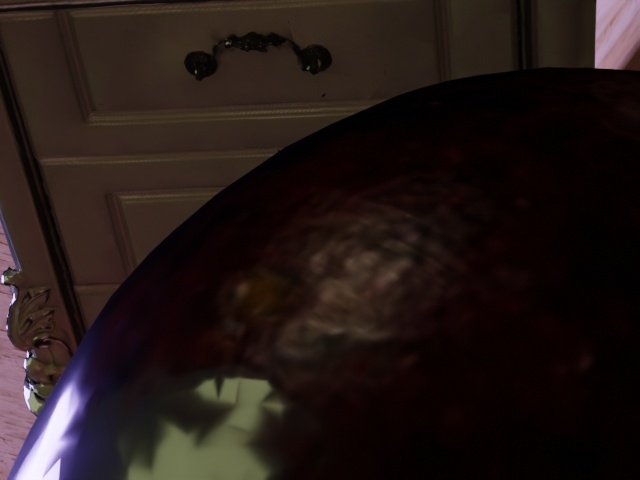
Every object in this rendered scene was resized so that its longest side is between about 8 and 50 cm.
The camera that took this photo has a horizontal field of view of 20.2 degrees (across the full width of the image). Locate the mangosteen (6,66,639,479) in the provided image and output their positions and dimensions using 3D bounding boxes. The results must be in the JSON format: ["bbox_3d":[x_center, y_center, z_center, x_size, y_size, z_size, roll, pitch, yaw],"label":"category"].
[{"bbox_3d":[0.083,0.113,0.413,0.347,0.307,0.307,3,76,49],"label":"mangosteen"}]

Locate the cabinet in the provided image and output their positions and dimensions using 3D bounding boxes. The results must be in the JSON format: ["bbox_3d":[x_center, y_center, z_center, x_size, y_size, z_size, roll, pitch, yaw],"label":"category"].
[{"bbox_3d":[-0.012,-0.100,0.823,0.318,0.290,0.227,82,-170,-45],"label":"cabinet"}]
